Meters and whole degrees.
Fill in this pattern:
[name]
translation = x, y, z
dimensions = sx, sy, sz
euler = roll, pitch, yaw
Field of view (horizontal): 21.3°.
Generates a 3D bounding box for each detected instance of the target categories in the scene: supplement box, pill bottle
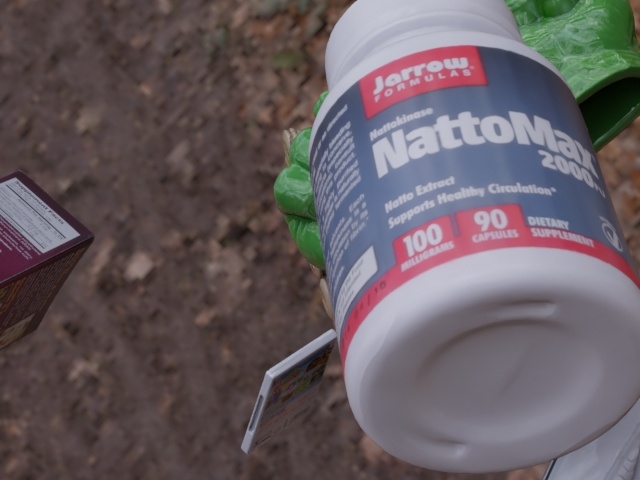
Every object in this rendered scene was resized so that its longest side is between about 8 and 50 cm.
[supplement box]
translation = -0.257, 0.033, 1.186
dimensions = 0.104, 0.081, 0.188
euler = -54, -10, 29
[pill bottle]
translation = 0.051, -0.014, 0.632
dimensions = 0.108, 0.108, 0.180
euler = -35, 41, 23

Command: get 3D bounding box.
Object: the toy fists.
[toy fists]
translation = 0.085, -0.085, 1.138
dimensions = 0.279, 0.096, 0.142
euler = -41, 57, 17

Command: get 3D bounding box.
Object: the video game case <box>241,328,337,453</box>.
[video game case]
translation = -0.029, 0.141, 1.578
dimensions = 0.087, 0.011, 0.122
euler = -31, -26, -36

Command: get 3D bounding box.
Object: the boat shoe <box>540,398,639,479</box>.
[boat shoe]
translation = 0.107, 0.161, 0.729
dimensions = 0.119, 0.121, 0.335
euler = -126, 49, -58

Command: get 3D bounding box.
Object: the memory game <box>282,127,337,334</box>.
[memory game]
translation = 0.000, 0.000, 1.321
dimensions = 0.012, 0.186, 0.186
euler = -17, 25, -7
